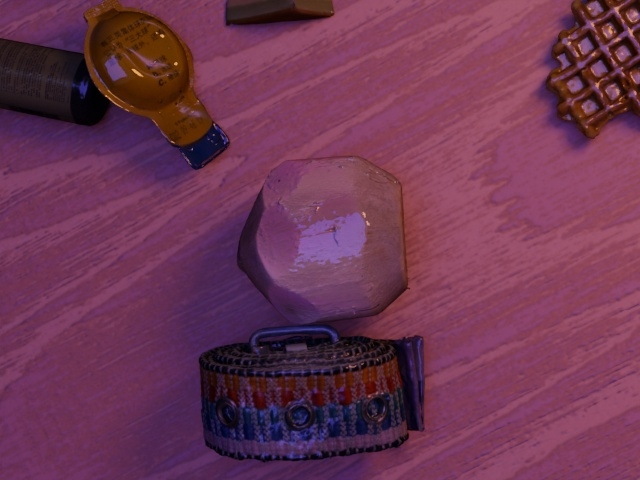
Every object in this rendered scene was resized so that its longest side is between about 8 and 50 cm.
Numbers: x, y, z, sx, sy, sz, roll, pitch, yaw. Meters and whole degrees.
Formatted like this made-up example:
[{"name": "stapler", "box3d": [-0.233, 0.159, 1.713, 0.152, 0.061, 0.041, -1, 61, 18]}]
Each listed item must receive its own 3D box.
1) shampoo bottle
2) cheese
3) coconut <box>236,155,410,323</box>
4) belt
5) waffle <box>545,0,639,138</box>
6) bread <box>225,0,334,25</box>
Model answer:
[{"name": "shampoo bottle", "box3d": [-0.446, -0.238, 1.957, 0.284, 0.101, 0.101, 12, 91, 10]}, {"name": "cheese", "box3d": [-0.231, -0.222, 1.904, 0.270, 0.177, 0.069, 52, 139, -4]}, {"name": "coconut", "box3d": [0.000, 0.000, 1.811, 0.230, 0.227, 0.227, -4, 88, 6]}, {"name": "belt", "box3d": [-0.017, 0.193, 1.807, 0.295, 0.207, 0.160, -3, 96, 13]}, {"name": "waffle", "box3d": [0.439, -0.237, 1.814, 0.253, 0.056, 0.249, 26, 94, 9]}, {"name": "bread", "box3d": [-0.061, -0.345, 1.933, 0.139, 0.084, 0.074, -6, 88, 41]}]
